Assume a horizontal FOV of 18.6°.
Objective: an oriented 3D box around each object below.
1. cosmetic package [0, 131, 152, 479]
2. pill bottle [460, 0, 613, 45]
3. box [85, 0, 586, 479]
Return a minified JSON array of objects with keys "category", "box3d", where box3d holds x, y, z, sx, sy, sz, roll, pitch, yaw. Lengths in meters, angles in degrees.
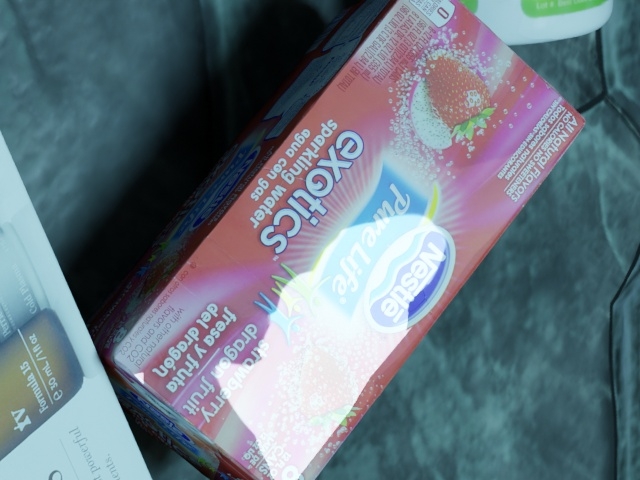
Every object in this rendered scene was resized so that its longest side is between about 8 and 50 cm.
[{"category":"cosmetic package","box3d":[-0.227,0.121,0.882,0.284,0.097,0.377,-39,128,-28]},{"category":"pill bottle","box3d":[0.095,-0.240,1.071,0.136,0.136,0.245,-19,116,-41]},{"category":"box","box3d":[0.000,0.000,1.008,0.122,0.128,0.257,41,76,-12]}]
